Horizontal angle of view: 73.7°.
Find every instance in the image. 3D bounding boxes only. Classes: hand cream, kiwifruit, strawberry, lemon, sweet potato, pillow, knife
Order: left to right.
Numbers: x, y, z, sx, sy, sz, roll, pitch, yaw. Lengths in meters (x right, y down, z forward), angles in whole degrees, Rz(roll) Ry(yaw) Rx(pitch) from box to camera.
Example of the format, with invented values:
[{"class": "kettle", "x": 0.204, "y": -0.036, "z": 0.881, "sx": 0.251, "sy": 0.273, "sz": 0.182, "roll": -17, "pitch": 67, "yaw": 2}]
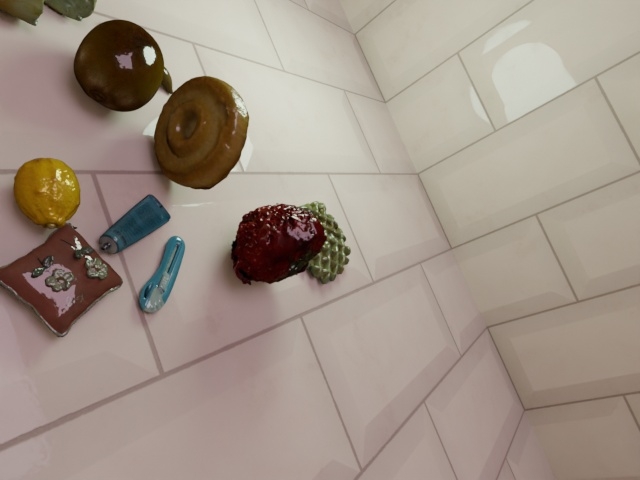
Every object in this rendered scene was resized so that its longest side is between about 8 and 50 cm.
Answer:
[{"class": "lemon", "x": -0.543, "y": -0.095, "z": 0.852, "sx": 0.114, "sy": 0.114, "sz": 0.155, "roll": -2, "pitch": 69, "yaw": -53}, {"class": "pillow", "x": -0.498, "y": 0.071, "z": 0.833, "sx": 0.171, "sy": 0.075, "sz": 0.179, "roll": 51, "pitch": 37, "yaw": -15}, {"class": "kiwifruit", "x": -0.501, "y": -0.431, "z": 1.067, "sx": 0.196, "sy": 0.195, "sz": 0.234, "roll": 41, "pitch": 47, "yaw": -28}, {"class": "hand cream", "x": -0.443, "y": -0.036, "z": 1.013, "sx": 0.083, "sy": 0.048, "sz": 0.224, "roll": 53, "pitch": 30, "yaw": -14}, {"class": "sweet potato", "x": -0.518, "y": -0.528, "z": 1.226, "sx": 0.249, "sy": 0.059, "sz": 0.069, "roll": 43, "pitch": 19, "yaw": -21}, {"class": "knife", "x": -0.374, "y": 0.076, "z": 1.027, "sx": 0.064, "sy": 0.031, "sz": 0.222, "roll": 35, "pitch": 43, "yaw": -28}, {"class": "strawberry", "x": -0.134, "y": 0.002, "z": 1.193, "sx": 0.221, "sy": 0.274, "sz": 0.274, "roll": 53, "pitch": 33, "yaw": 14}]

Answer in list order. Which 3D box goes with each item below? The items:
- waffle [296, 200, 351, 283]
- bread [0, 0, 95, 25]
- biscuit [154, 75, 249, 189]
[{"class": "waffle", "x": 0.000, "y": 0.000, "z": 1.538, "sx": 0.292, "sy": 0.056, "sz": 0.309, "roll": 60, "pitch": 34, "yaw": -3}, {"class": "bread", "x": -0.698, "y": -0.671, "z": 0.997, "sx": 0.332, "sy": 0.160, "sz": 0.334, "roll": 31, "pitch": 44, "yaw": -36}, {"class": "biscuit", "x": -0.319, "y": -0.282, "z": 1.105, "sx": 0.102, "sy": 0.296, "sz": 0.297, "roll": 11, "pitch": 58, "yaw": -60}]
